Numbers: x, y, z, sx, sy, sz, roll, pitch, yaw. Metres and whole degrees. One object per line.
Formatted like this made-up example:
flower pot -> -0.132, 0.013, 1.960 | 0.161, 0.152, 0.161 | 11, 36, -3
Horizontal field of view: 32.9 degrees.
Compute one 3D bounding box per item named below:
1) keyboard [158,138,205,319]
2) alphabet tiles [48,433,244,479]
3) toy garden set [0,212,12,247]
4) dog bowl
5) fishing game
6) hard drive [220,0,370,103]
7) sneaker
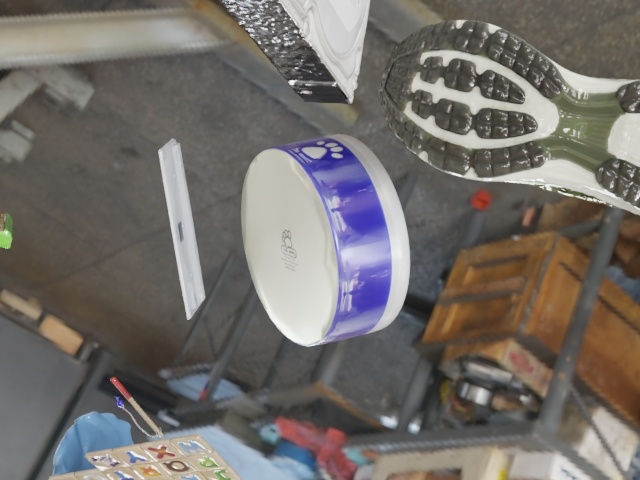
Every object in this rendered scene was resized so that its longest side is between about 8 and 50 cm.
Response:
keyboard -> -0.201, -0.016, 1.570 | 0.014, 0.072, 0.256 | -2, 109, 17
alphabet tiles -> -0.217, 0.314, 1.389 | 0.237, 0.009, 0.198 | -13, 139, 18
toy garden set -> -0.480, -0.058, 1.262 | 0.244, 0.049, 0.204 | 12, -172, -18
dog bowl -> 0.000, 0.000, 1.402 | 0.104, 0.264, 0.265 | -13, 168, -29
fishing game -> -0.320, 0.340, 1.562 | 0.041, 0.264, 0.189 | -12, 127, 33
hard drive -> -0.018, -0.288, 0.978 | 0.064, 0.236, 0.339 | 4, 168, 17
sneaker -> 0.250, -0.103, 1.106 | 0.410, 0.158, 0.182 | 23, -178, 27
